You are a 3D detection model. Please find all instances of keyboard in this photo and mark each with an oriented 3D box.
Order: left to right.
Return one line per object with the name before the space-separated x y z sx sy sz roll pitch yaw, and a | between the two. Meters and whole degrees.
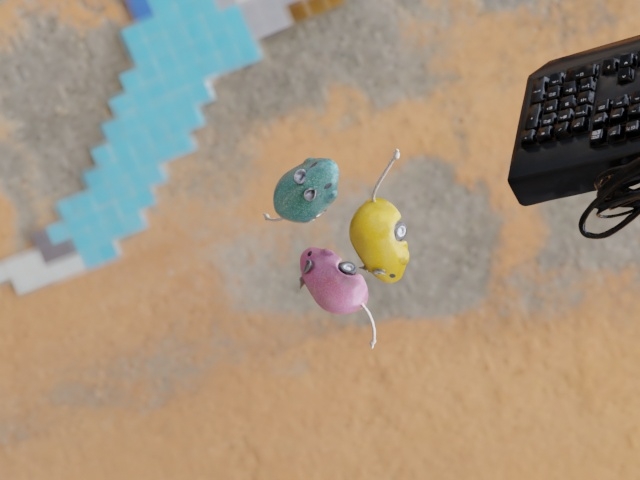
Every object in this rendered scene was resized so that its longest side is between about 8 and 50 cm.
keyboard | 0.155 -0.060 0.622 0.038 0.192 0.100 43 46 -39

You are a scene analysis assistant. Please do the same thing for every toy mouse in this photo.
toy mouse | 0.000 0.000 1.148 0.031 0.143 0.161 -31 125 -38
